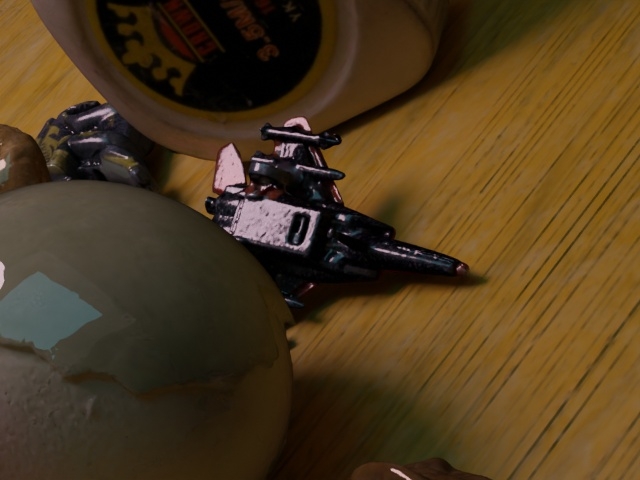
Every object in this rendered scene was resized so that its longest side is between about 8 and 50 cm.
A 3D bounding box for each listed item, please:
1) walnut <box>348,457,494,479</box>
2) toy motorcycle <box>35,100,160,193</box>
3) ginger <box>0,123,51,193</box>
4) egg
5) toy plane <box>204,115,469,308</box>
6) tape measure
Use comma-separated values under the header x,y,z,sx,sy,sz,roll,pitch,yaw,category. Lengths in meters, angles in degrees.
x,y,z,sx,sy,sz,roll,pitch,yaw,category
0.035,0.118,0.562,0.079,0.082,0.096,-22,18,-27,walnut
-0.158,-0.051,1.048,0.124,0.061,0.193,-43,27,-8,toy motorcycle
-0.172,0.035,0.906,0.115,0.081,0.205,-48,49,29,ginger
-0.103,0.061,0.690,0.183,0.183,0.217,-54,22,-23,egg
-0.003,-0.001,0.786,0.189,0.061,0.130,9,79,51,toy plane
-0.074,-0.187,0.912,0.231,0.271,0.133,-21,34,29,tape measure
